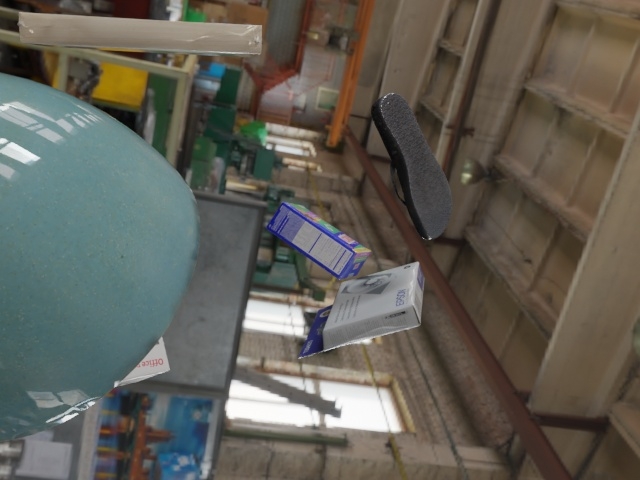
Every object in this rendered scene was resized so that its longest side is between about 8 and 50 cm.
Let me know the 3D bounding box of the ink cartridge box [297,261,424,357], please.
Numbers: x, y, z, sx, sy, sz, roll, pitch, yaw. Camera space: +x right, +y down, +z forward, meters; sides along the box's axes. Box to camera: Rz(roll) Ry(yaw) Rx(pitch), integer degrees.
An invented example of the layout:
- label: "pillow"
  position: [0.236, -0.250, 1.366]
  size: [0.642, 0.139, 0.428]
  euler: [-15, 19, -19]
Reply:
- label: "ink cartridge box"
  position: [0.073, 0.119, 1.293]
  size: [0.223, 0.224, 0.045]
  euler: [-63, 133, -70]

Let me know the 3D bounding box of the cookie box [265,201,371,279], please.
- label: "cookie box"
  position: [0.000, 0.000, 0.856]
  size: [0.040, 0.107, 0.092]
  euler: [-57, 169, 8]

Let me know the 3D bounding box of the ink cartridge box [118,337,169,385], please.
- label: "ink cartridge box"
  position: [-0.389, 0.166, 1.365]
  size: [0.154, 0.093, 0.212]
  euler: [2, 72, -59]

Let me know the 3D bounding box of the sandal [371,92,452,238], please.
- label: "sandal"
  position: [0.153, -0.125, 1.226]
  size: [0.054, 0.097, 0.255]
  euler: [-19, -89, 53]

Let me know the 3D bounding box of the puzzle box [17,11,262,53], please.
- label: "puzzle box"
  position: [-0.322, -0.380, 1.347]
  size: [0.272, 0.408, 0.052]
  euler: [-127, -142, -73]

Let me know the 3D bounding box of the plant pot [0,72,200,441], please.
- label: "plant pot"
  position: [-0.267, -0.019, 0.559]
  size: [0.195, 0.290, 0.290]
  euler: [59, 26, -49]
